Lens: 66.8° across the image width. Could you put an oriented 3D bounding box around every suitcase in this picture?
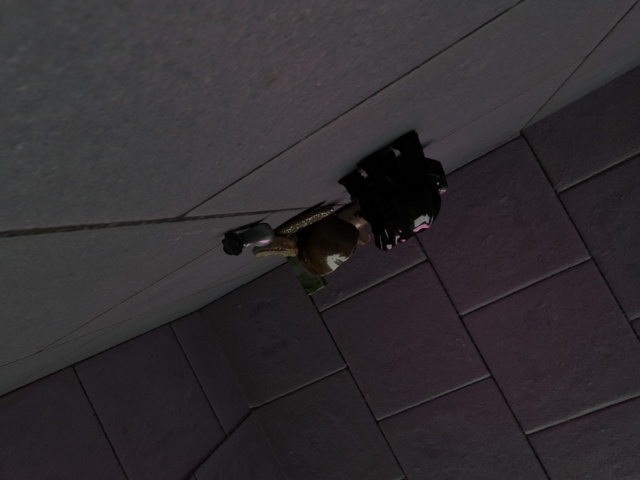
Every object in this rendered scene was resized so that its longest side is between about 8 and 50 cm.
[{"bbox_3d":[0.268,-0.175,1.679,0.202,0.128,0.312,4,156,-37],"label":"suitcase"}]

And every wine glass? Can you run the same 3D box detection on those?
[{"bbox_3d":[-0.197,-0.006,1.335,0.072,0.072,0.155,-30,177,29],"label":"wine glass"}]

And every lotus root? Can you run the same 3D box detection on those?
[{"bbox_3d":[0.000,0.000,1.872,0.272,0.192,0.272,-41,-147,34],"label":"lotus root"}]

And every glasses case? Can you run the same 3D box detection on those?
[{"bbox_3d":[-0.076,0.090,2.040,0.095,0.272,0.062,-29,178,18],"label":"glasses case"}]

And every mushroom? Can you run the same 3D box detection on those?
[{"bbox_3d":[0.162,-0.069,2.242,0.204,0.204,0.204,-28,177,-2],"label":"mushroom"}]

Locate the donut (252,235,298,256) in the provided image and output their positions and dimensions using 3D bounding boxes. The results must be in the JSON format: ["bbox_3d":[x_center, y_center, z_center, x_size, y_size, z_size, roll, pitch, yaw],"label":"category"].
[{"bbox_3d":[-0.161,0.020,1.737,0.166,0.065,0.108,1,165,-6],"label":"donut"}]

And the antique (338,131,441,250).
[{"bbox_3d":[0.201,-0.115,1.345,0.185,0.255,0.322,-29,180,-24],"label":"antique"}]

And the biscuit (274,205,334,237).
[{"bbox_3d":[-0.083,-0.059,1.726,0.290,0.038,0.141,-26,174,33],"label":"biscuit"}]
